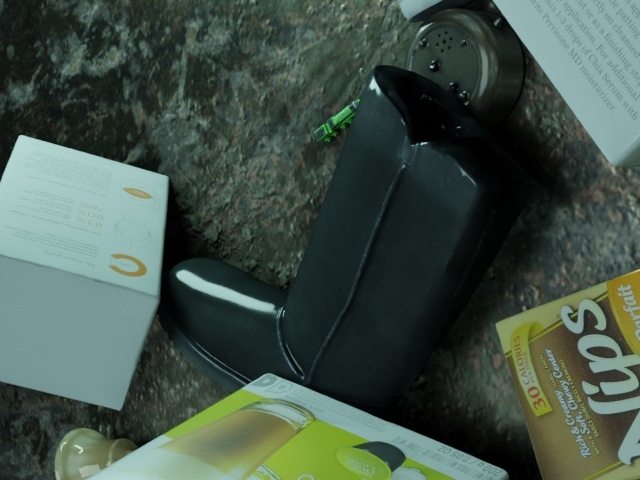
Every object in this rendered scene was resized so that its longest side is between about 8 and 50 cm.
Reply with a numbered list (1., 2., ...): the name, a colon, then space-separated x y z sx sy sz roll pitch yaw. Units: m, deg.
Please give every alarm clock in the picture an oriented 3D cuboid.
1. alarm clock: 0.157 -0.193 1.346 0.192 0.064 0.129 -53 58 31

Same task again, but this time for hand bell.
1. hand bell: -0.237 0.297 1.775 0.242 0.126 0.126 -19 80 32

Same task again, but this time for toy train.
1. toy train: 0.023 -0.141 1.509 0.083 0.024 0.017 -38 67 41

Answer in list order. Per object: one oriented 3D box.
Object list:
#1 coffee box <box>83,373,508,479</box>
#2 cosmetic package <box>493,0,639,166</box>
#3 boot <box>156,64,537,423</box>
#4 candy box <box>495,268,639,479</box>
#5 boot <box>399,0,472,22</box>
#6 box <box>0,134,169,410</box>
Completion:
1. coffee box: -0.036 0.389 1.280 0.337 0.334 0.338 16 120 41
2. cosmetic package: 0.368 -0.288 1.049 0.453 0.161 0.230 -48 60 36
3. boot: 0.002 0.001 1.414 0.367 0.146 0.445 39 132 22
4. candy box: 0.326 0.114 1.179 0.316 0.087 0.183 -26 75 43
5. boot: 0.162 -0.321 1.300 0.258 0.095 0.123 -19 87 46
6. box: -0.319 0.030 1.622 0.345 0.215 0.168 -98 27 -63
